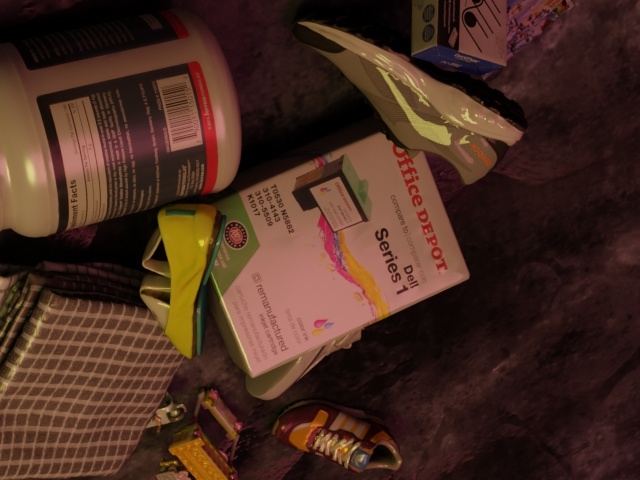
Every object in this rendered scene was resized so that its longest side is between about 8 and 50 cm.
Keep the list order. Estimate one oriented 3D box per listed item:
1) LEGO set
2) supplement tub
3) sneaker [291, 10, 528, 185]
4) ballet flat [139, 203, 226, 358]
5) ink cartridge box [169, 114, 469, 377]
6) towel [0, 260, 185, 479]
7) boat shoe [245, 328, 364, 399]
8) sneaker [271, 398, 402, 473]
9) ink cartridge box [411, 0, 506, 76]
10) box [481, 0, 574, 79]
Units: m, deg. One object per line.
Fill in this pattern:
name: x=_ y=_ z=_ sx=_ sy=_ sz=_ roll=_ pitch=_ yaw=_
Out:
LEGO set: x=-0.151 y=0.287 z=1.929 sx=0.132 sy=0.107 sz=0.287 roll=-2 pitch=127 yaw=11
supplement tub: x=-0.230 y=-0.112 z=1.513 sx=0.272 sy=0.191 sz=0.191 roll=-15 pitch=129 yaw=-19
sneaker: x=0.080 y=-0.155 z=1.633 sx=0.108 sy=0.271 sz=0.100 roll=-59 pitch=174 yaw=22
ballet flat: x=-0.147 y=0.039 z=1.594 sx=0.077 sy=0.077 sz=0.231 roll=9 pitch=142 yaw=-4
ink cartridge box: x=0.000 y=0.000 z=1.727 sx=0.278 sy=0.117 sz=0.201 roll=-24 pitch=102 yaw=-12
towel: x=-0.273 y=0.143 z=1.673 sx=0.283 sy=0.121 sz=0.235 roll=9 pitch=116 yaw=-56
boat shoe: x=0.013 y=0.092 z=1.876 sx=0.088 sy=0.096 sz=0.267 roll=30 pitch=97 yaw=-36
sneaker: x=0.026 y=0.259 z=2.009 sx=0.185 sy=0.084 sz=0.070 roll=8 pitch=119 yaw=-34
ink cartridge box: x=0.145 y=-0.284 z=1.609 sx=0.097 sy=0.046 sz=0.207 roll=11 pitch=73 yaw=-35
box: x=0.215 y=-0.261 z=1.765 sx=0.137 sy=0.027 sz=0.094 roll=-39 pitch=135 yaw=1
